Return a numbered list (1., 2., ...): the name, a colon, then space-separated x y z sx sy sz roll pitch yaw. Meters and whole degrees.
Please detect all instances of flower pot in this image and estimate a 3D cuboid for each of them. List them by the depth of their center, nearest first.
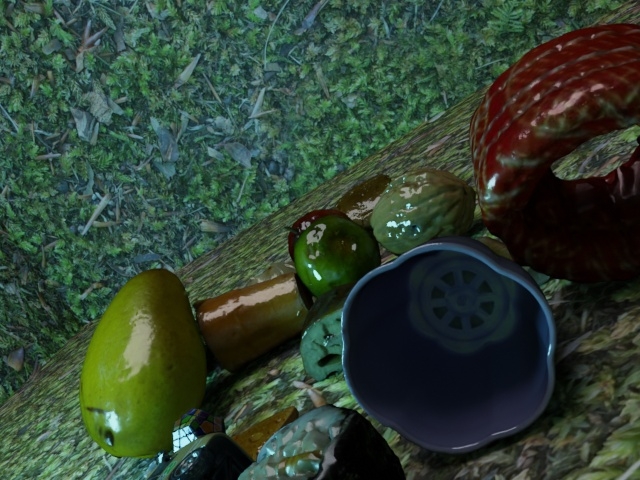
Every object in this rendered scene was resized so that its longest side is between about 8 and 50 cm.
1. flower pot: 0.177 0.115 0.932 0.265 0.265 0.243 -30 0 18

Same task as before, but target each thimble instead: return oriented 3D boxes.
1. thimble: 0.390 -0.115 0.971 0.350 0.350 0.230 -28 31 26

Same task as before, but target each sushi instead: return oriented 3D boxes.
1. sushi: -0.036 0.341 0.739 0.211 0.170 0.350 -24 15 50

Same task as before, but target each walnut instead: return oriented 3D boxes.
1. walnut: 0.223 -0.058 1.537 0.245 0.198 0.198 -26 15 31

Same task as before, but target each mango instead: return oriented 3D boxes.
1. mango: -0.381 0.252 1.515 0.302 0.221 0.444 -22 54 29

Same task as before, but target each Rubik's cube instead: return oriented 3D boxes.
1. Rubik's cube: -0.223 0.366 1.291 0.111 0.111 0.093 -29 -14 20

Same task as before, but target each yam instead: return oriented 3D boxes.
1. yam: 0.334 0.031 1.248 0.046 0.046 0.264 -34 14 -1

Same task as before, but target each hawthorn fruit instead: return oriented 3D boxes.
1. hawthorn fruit: 0.000 0.000 1.791 0.190 0.251 0.189 -20 54 31

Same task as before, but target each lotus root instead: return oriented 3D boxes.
1. lotus root: 0.063 0.155 1.312 0.235 0.138 0.119 -26 24 12

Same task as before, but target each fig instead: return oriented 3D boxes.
1. fig: 0.034 0.071 1.623 0.206 0.206 0.275 -40 -20 -23

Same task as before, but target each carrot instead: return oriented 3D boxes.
1. carrot: -0.142 0.173 1.625 0.254 0.195 0.196 -27 13 8

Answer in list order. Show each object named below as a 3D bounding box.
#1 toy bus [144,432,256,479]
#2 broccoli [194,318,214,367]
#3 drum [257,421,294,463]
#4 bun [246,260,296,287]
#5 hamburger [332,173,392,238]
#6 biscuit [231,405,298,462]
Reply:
1. toy bus: -0.208 0.423 0.858 0.202 0.177 0.365 -31 12 40
2. broccoli: -0.369 0.237 1.766 0.254 0.269 0.269 -16 18 20
3. drum: -0.044 0.347 1.008 0.130 0.049 0.253 -32 12 9
4. bun: -0.128 0.128 1.867 0.222 0.127 0.222 -34 14 10
5. hamburger: 0.132 -0.086 2.004 0.211 0.132 0.309 -31 14 4
6. biscuit: -0.147 0.379 1.175 0.280 0.043 0.183 -34 15 -21
